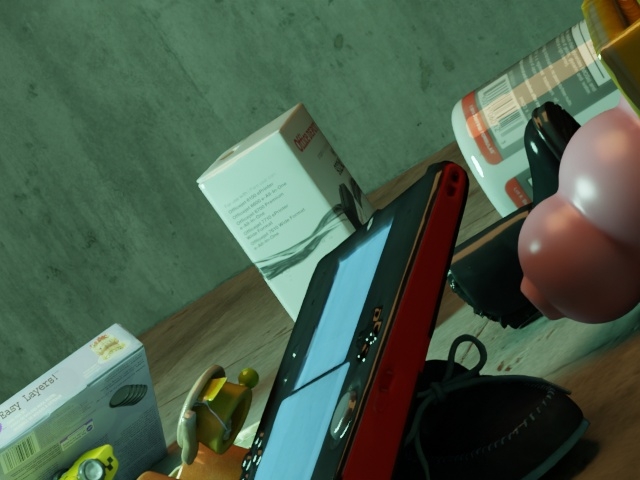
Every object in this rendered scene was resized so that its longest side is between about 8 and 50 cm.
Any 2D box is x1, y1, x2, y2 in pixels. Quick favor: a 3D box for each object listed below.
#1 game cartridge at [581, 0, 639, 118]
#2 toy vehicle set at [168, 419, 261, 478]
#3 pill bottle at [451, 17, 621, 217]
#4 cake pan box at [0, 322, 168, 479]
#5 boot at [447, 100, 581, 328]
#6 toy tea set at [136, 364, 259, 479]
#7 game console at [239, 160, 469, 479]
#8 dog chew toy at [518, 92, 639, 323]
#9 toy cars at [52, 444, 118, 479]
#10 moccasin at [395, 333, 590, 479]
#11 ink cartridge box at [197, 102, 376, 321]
[{"bbox_3d":[0.259,-0.005,1.125,0.052,0.324,0.285,-36,6,12],"label":"game cartridge"},{"bbox_3d":[-0.096,0.259,2.287,0.267,0.035,0.166,-31,7,29],"label":"toy vehicle set"},{"bbox_3d":[0.354,-0.165,2.345,0.363,0.210,0.210,-32,7,16],"label":"pill bottle"},{"bbox_3d":[-0.332,0.271,2.639,0.267,0.070,0.246,-37,-37,-23],"label":"cake pan box"},{"bbox_3d":[0.210,-0.014,2.022,0.207,0.246,0.094,-32,49,17],"label":"boot"},{"bbox_3d":[-0.117,0.290,1.865,0.336,0.124,0.200,-59,-17,-29],"label":"toy tea set"},{"bbox_3d":[0.008,0.129,1.697,0.386,0.060,0.342,141,145,-70],"label":"game console"},{"bbox_3d":[0.316,-0.055,1.835,0.332,0.206,0.206,-45,6,4],"label":"dog chew toy"},{"bbox_3d":[-0.335,0.380,2.433,0.176,0.087,0.394,-37,8,18],"label":"toy cars"},{"bbox_3d":[0.092,0.161,1.679,0.137,0.117,0.342,-38,7,-29],"label":"moccasin"},{"bbox_3d":[0.000,0.000,2.484,0.129,0.307,0.223,-34,7,13],"label":"ink cartridge box"}]
